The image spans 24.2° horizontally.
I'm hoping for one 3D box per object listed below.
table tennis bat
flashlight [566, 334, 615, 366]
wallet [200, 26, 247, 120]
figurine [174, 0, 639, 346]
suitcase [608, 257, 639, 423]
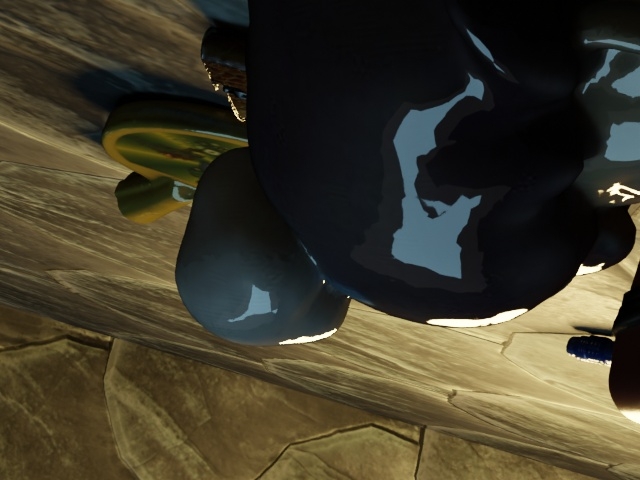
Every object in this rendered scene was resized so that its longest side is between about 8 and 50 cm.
[{"bbox_3d":[-0.102,-0.059,1.254,0.198,0.050,0.321,19,164,-23],"label":"table tennis bat"},{"bbox_3d":[0.307,0.115,1.525,0.121,0.035,0.057,10,143,47],"label":"flashlight"},{"bbox_3d":[0.051,-0.075,0.950,0.243,0.039,0.133,14,169,12],"label":"wallet"},{"bbox_3d":[0.146,-0.059,0.491,0.365,0.218,0.206,11,131,13],"label":"figurine"},{"bbox_3d":[0.343,0.067,0.900,0.297,0.161,0.236,18,169,-4],"label":"suitcase"}]
